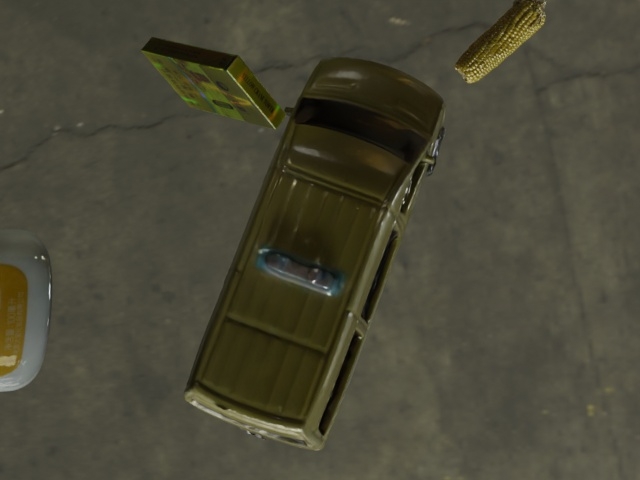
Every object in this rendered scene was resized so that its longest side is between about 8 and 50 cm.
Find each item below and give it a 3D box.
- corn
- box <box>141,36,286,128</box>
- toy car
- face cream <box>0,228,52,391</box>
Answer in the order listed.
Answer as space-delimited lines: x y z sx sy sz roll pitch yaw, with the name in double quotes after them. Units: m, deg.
0.133 -0.149 1.050 0.083 0.027 0.028 -42 84 1 "corn"
-0.143 -0.210 1.908 0.030 0.193 0.121 -54 131 -15 "box"
0.000 0.000 0.898 0.101 0.124 0.256 20 81 4 "toy car"
-0.357 0.059 1.123 0.291 0.071 0.143 1 107 -31 "face cream"
